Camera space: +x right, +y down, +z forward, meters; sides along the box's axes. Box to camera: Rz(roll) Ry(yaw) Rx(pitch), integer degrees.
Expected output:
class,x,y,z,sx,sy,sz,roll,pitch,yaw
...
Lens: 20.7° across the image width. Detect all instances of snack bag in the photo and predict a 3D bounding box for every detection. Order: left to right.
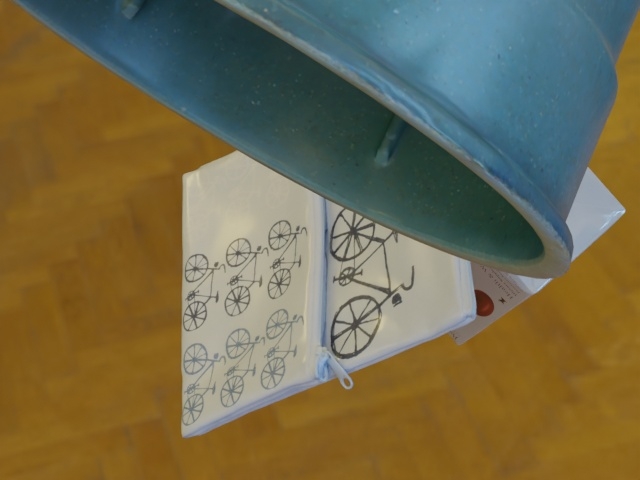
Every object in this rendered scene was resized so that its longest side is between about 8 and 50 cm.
class,x,y,z,sx,sy,sz,roll,pitch,yaw
snack bag,0.000,0.000,1.674,0.342,0.037,0.323,-23,50,30

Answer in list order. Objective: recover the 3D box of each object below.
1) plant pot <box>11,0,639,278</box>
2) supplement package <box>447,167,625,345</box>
class,x,y,z,sx,sy,sz,roll,pitch,yaw
plant pot,0.040,-0.210,0.814,0.341,0.341,0.334,24,82,38
supplement package,0.165,-0.029,1.807,0.149,0.203,0.194,-39,86,-24
